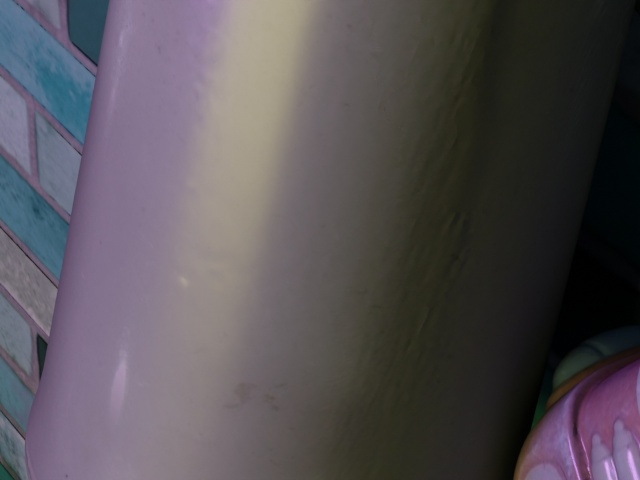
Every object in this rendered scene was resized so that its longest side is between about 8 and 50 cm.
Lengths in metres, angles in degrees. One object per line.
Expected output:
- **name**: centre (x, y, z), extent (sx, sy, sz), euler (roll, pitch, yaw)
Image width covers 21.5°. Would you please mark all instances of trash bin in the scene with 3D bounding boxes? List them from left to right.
- **trash bin**: centre (0.000, 0.000, 0.874), extent (0.280, 0.280, 0.432), euler (39, 131, 37)

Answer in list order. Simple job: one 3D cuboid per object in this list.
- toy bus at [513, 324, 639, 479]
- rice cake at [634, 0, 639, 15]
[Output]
- **toy bus**: centre (0.206, 0.129, 0.788), extent (0.232, 0.197, 0.294), euler (68, 152, 15)
- **rice cake**: centre (0.187, -0.168, 0.740), extent (0.033, 0.033, 0.208), euler (61, 153, 28)
